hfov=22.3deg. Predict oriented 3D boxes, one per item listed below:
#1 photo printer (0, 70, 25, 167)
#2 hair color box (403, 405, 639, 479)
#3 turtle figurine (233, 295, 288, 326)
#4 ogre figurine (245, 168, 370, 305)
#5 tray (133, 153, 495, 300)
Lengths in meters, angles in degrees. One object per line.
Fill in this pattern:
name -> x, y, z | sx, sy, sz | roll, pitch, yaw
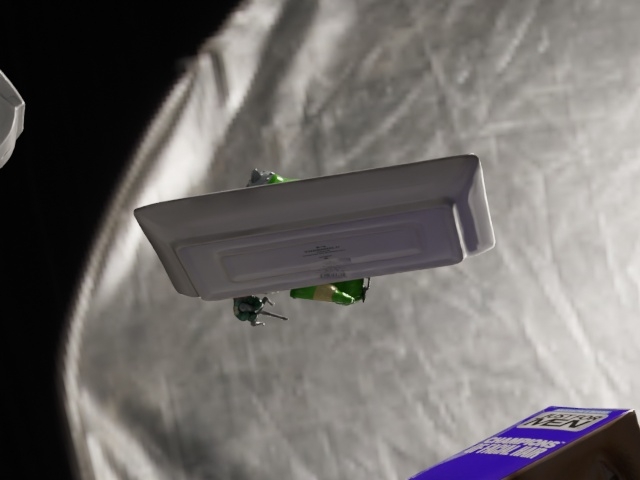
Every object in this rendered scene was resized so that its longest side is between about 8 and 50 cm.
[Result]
photo printer -> -0.403, -0.166, 1.582 | 0.107, 0.256, 0.307 | -47, 7, -9
hair color box -> 0.110, 0.268, 1.206 | 0.338, 0.185, 0.110 | -22, 7, -32
turtle figurine -> -0.044, 0.013, 1.848 | 0.175, 0.118, 0.234 | -40, -5, -2
ogre figurine -> -0.024, -0.003, 1.577 | 0.197, 0.118, 0.097 | 8, -4, -27
tray -> 0.000, 0.000, 1.288 | 0.270, 0.145, 0.030 | -9, 60, 8
